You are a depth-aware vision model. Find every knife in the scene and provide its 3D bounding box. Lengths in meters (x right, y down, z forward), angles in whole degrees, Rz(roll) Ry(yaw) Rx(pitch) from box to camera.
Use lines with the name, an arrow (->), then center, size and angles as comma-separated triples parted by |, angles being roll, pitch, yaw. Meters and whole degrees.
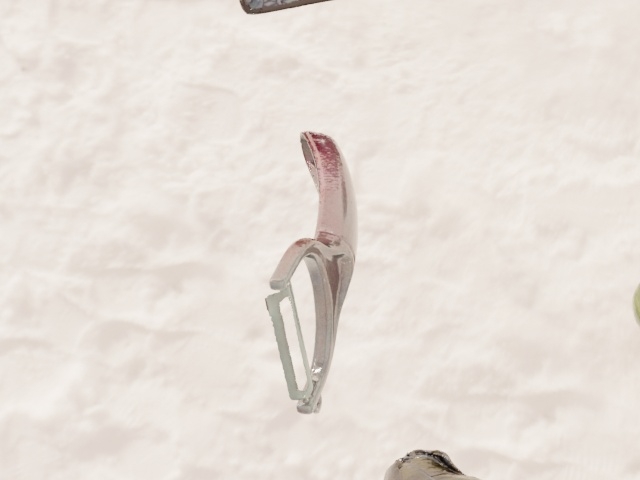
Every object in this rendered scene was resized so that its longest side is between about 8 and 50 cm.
knife -> 0.002, 0.000, 0.837 | 0.053, 0.278, 0.123 | -2, 123, 6

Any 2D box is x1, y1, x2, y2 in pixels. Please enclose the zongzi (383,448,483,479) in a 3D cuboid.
zongzi -> 0.228, 0.345, 1.452 | 0.300, 0.286, 0.138 | -22, 110, 8

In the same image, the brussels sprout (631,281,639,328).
brussels sprout -> 0.477, 0.074, 1.406 | 0.180, 0.161, 0.144 | 6, 73, 25

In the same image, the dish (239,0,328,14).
dish -> 0.021, -0.341, 1.159 | 0.243, 0.080, 0.182 | -11, 133, -6
